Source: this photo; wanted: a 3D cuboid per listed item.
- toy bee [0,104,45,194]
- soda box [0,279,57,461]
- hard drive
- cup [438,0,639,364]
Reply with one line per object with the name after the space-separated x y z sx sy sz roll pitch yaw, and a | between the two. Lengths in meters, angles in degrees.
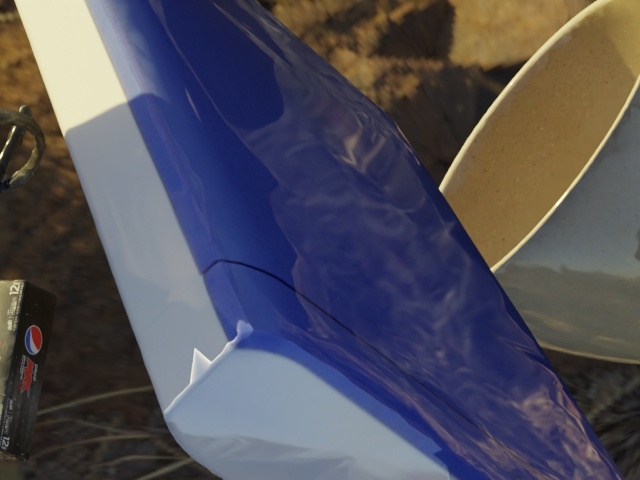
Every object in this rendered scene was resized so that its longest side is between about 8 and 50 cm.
-0.221 0.024 0.669 0.298 0.195 0.162 -43 68 6 | toy bee
-0.303 0.125 1.869 0.053 0.060 0.169 0 72 27 | soda box
0.000 0.000 0.608 0.040 0.210 0.319 -44 34 11 | hard drive
0.273 -0.022 1.703 0.237 0.331 0.331 35 92 -13 | cup
